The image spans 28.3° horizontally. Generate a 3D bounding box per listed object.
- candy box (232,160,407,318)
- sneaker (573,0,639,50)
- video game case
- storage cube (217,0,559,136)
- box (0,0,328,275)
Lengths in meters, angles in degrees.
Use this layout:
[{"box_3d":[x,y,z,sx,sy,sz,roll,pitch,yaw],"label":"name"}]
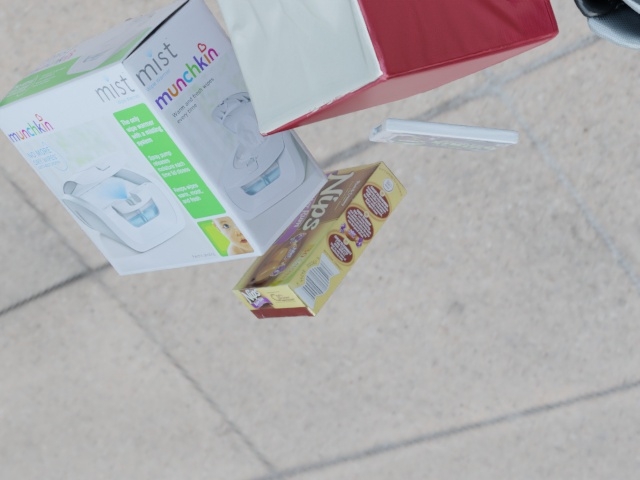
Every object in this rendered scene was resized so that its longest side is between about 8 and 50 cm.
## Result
[{"box_3d":[0.000,0.000,1.358,0.053,0.186,0.109,48,151,-22],"label":"candy box"},{"box_3d":[0.249,-0.240,1.039,0.228,0.132,0.086,62,154,23],"label":"sneaker"},{"box_3d":[0.176,-0.153,1.862,0.190,0.173,0.022,5,90,-6],"label":"video game case"},{"box_3d":[0.044,-0.212,1.051,0.215,0.193,0.183,-16,92,56],"label":"storage cube"},{"box_3d":[-0.164,-0.098,1.278,0.262,0.127,0.231,-7,126,49],"label":"box"}]
